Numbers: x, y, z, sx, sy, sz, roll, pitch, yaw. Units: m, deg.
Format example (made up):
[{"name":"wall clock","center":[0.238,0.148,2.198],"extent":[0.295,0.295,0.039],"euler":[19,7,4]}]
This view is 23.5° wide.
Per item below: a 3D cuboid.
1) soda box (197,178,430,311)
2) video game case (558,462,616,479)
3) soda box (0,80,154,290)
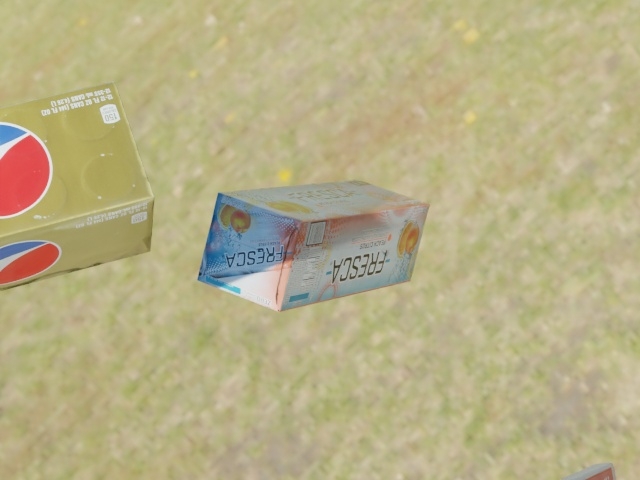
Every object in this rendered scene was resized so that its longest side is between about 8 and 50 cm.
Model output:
[{"name":"soda box","center":[0.000,0.000,0.972],"extent":[0.063,0.058,0.183],"euler":[20,13,26]},{"name":"video game case","center":[0.290,0.388,1.604],"extent":[0.025,0.285,0.204],"euler":[-13,-5,29]},{"name":"soda box","center":[-0.166,-0.009,0.656],"extent":[0.181,0.061,0.058],"euler":[-15,-21,-14]}]
